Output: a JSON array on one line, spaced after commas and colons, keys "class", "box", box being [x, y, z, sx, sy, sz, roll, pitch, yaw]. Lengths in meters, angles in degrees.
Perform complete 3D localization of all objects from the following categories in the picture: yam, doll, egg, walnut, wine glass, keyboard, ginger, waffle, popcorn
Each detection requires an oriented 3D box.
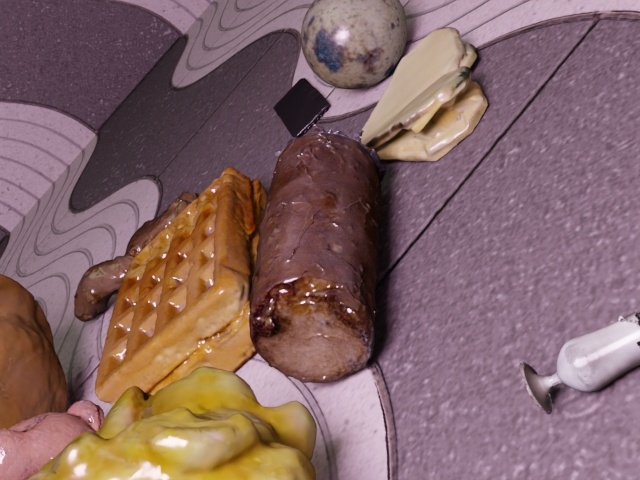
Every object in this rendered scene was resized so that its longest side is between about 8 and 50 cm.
[{"class": "yam", "box": [-0.002, 0.001, 0.837, 0.131, 0.131, 0.279, -36, 25, 26]}, {"class": "doll", "box": [-0.290, 0.277, 0.887, 0.201, 0.156, 0.303, -49, 28, -6]}, {"class": "egg", "box": [0.048, -0.282, 1.181, 0.141, 0.141, 0.181, -28, 22, 38]}, {"class": "walnut", "box": [-0.512, 0.237, 1.131, 0.384, 0.383, 0.383, -38, 25, 22]}, {"class": "wine glass", "box": [0.169, 0.075, 0.548, 0.083, 0.042, 0.038, -35, 65, 22]}, {"class": "keyboard", "box": [-0.031, -0.206, 1.348, 0.074, 0.015, 0.196, -49, 23, 8]}, {"class": "ginger", "box": [-0.294, 0.030, 1.347, 0.290, 0.084, 0.122, -39, 32, 21]}, {"class": "waffle", "box": [-0.153, 0.056, 1.055, 0.224, 0.098, 0.327, -39, 26, 15]}, {"class": "popcorn", "box": [-0.117, 0.216, 0.611, 0.286, 0.215, 0.252, -34, -5, 27]}]

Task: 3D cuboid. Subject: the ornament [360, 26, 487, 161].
[{"class": "ornament", "box": [0.100, -0.149, 0.989, 0.180, 0.059, 0.201, -38, 23, 25]}]
